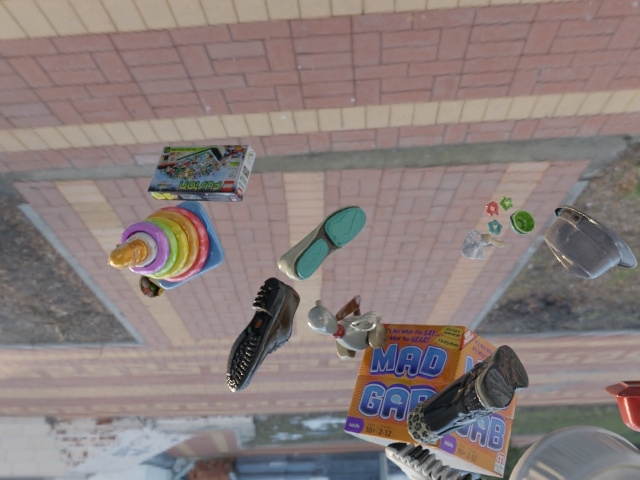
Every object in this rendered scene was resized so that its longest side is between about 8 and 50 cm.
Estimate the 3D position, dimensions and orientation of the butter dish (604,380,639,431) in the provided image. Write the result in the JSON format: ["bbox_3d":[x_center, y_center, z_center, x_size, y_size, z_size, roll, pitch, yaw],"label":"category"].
[{"bbox_3d":[0.633,0.327,1.282,0.160,0.118,0.160,-4,172,14],"label":"butter dish"}]

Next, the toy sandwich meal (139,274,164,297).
[{"bbox_3d":[-0.424,0.107,1.738,0.086,0.085,0.029,19,165,-42],"label":"toy sandwich meal"}]

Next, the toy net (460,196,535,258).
[{"bbox_3d":[0.451,-0.034,1.770,0.232,0.122,0.045,-27,174,-26],"label":"toy net"}]

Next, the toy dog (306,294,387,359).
[{"bbox_3d":[0.074,0.233,2.024,0.220,0.160,0.333,-11,150,5],"label":"toy dog"}]

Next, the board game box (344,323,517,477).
[{"bbox_3d":[0.356,0.488,2.107,0.356,0.356,0.357,-5,150,45],"label":"board game box"}]

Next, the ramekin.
[{"bbox_3d":[0.428,0.430,1.034,0.273,0.272,0.127,2,176,-10],"label":"ramekin"}]

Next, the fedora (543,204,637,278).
[{"bbox_3d":[0.742,0.022,1.933,0.124,0.275,0.244,-45,137,1],"label":"fedora"}]

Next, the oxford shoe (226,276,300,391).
[{"bbox_3d":[-0.102,0.192,1.299,0.096,0.227,0.083,31,176,-38],"label":"oxford shoe"}]

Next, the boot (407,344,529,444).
[{"bbox_3d":[0.263,0.271,1.203,0.179,0.085,0.236,-36,169,27],"label":"boot"}]

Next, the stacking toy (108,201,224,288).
[{"bbox_3d":[-0.340,0.017,1.366,0.175,0.165,0.302,-27,178,15],"label":"stacking toy"}]

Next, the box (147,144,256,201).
[{"bbox_3d":[-0.240,-0.136,1.371,0.207,0.114,0.036,2,154,23],"label":"box"}]

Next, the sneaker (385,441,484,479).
[{"bbox_3d":[0.286,0.616,1.733,0.292,0.118,0.110,24,-167,30],"label":"sneaker"}]

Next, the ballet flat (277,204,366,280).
[{"bbox_3d":[0.000,0.000,1.512,0.248,0.086,0.086,-40,180,-32],"label":"ballet flat"}]
